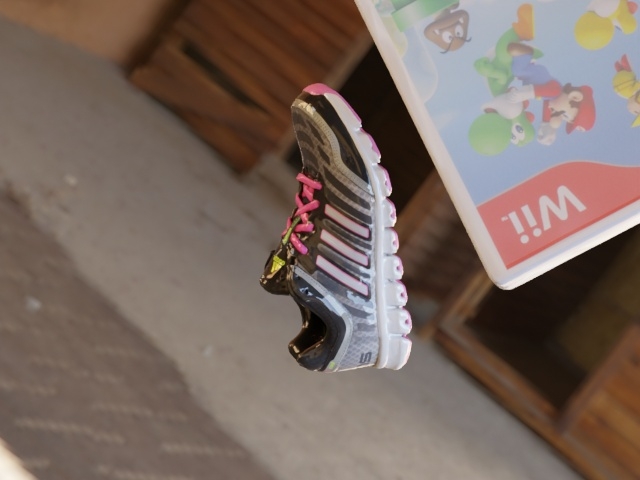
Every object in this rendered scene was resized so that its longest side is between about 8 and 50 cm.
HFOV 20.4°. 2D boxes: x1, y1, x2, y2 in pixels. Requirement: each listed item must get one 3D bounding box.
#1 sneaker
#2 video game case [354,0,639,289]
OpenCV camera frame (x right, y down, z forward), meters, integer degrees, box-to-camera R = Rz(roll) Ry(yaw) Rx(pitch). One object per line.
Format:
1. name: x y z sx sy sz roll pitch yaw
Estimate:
1. sneaker: 0.000 0.000 0.984 0.063 0.075 0.170 -145 -139 -67
2. video game case: 0.117 -0.146 0.889 0.285 0.204 0.025 65 13 17
